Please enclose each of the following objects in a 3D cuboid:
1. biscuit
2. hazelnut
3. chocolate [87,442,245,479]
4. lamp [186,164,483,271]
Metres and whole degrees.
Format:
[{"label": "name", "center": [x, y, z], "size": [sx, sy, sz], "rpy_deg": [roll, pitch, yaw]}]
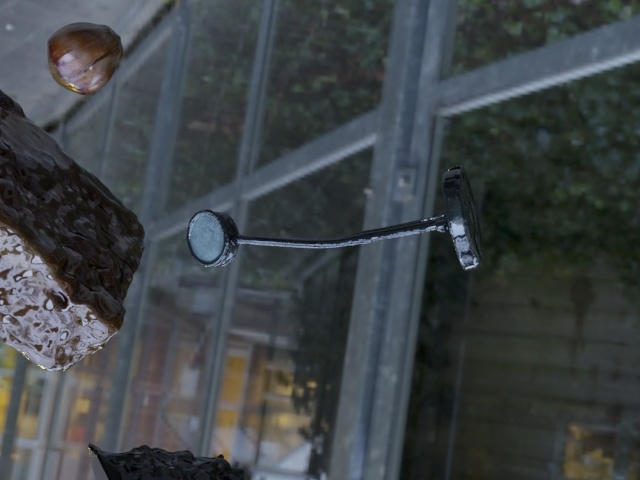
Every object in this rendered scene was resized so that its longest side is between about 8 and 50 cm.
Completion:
[{"label": "biscuit", "center": [-0.415, -0.017, 1.687], "size": [0.342, 0.166, 0.395], "rpy_deg": [43, -168, -14]}, {"label": "hazelnut", "center": [-0.246, -0.193, 1.280], "size": [0.086, 0.086, 0.086], "rpy_deg": [8, 170, 1]}, {"label": "chocolate", "center": [-0.137, 0.253, 1.197], "size": [0.133, 0.156, 0.156], "rpy_deg": [-20, -179, -21]}, {"label": "lamp", "center": [0.024, -0.003, 1.377], "size": [0.371, 0.130, 0.108], "rpy_deg": [-13, 176, 35]}]
